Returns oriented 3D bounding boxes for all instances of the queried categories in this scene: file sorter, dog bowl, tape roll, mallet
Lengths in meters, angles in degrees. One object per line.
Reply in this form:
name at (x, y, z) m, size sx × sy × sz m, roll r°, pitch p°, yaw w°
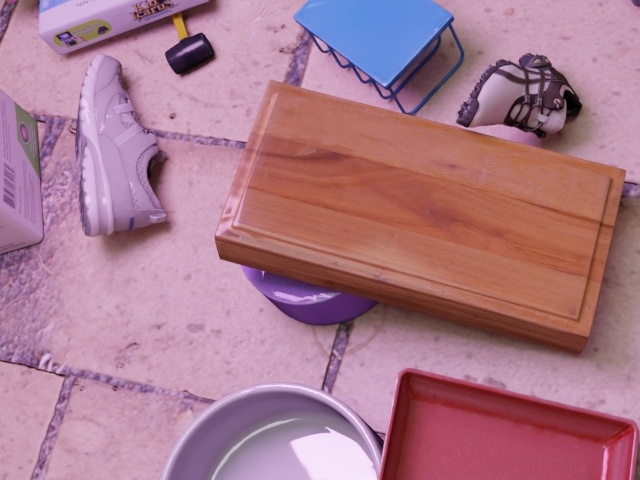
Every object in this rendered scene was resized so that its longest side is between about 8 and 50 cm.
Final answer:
file sorter at (0.076, -0.252, 1.504) m, size 0.118 × 0.104 × 0.170 m, roll -47°, pitch 61°, yaw -4°
dog bowl at (-0.041, 0.293, 1.315) m, size 0.265 × 0.104 × 0.265 m, roll -7°, pitch 66°, yaw 17°
tape roll at (0.000, 0.000, 1.439) m, size 0.189 × 0.080 × 0.189 m, roll -8°, pitch 65°, yaw 17°
mallet at (-0.190, -0.315, 1.673) m, size 0.062 × 0.039 × 0.189 m, roll -20°, pitch 59°, yaw 13°

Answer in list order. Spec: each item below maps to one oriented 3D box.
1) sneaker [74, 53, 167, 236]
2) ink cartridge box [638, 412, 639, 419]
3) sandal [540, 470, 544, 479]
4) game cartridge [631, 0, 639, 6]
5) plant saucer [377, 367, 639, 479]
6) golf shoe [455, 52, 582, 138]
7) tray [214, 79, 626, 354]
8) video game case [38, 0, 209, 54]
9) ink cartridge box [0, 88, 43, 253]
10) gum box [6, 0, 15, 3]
sneaker at (-0.262, -0.123, 1.600) m, size 0.115 × 0.105 × 0.281 m, roll 1°, pitch 59°, yaw -16°
ink cartridge box at (0.476, 0.095, 1.191) m, size 0.226 × 0.131 × 0.306 m, roll 21°, pitch 78°, yaw 26°
sandal at (0.168, 0.294, 1.267) m, size 0.180 × 0.049 × 0.072 m, roll -46°, pitch 61°, yaw -3°
game cartridge at (0.431, -0.434, 1.460) m, size 0.230 × 0.068 × 0.355 m, roll -24°, pitch 67°, yaw 5°
plant saucer at (0.177, 0.281, 1.220) m, size 0.258 × 0.048 × 0.259 m, roll 13°, pitch 69°, yaw -1°
golf shoe at (0.232, -0.157, 1.372) m, size 0.094 × 0.198 × 0.077 m, roll 42°, pitch 131°, yaw 19°
tray at (0.111, -0.030, 1.339) m, size 0.411 × 0.076 × 0.203 m, roll 15°, pitch 69°, yaw 8°
video game case at (-0.279, -0.419, 1.713) m, size 0.244 × 0.061 × 0.269 m, roll -15°, pitch 60°, yaw 19°
ink cartridge box at (-0.478, -0.120, 1.558) m, size 0.115 × 0.273 × 0.198 m, roll -16°, pitch 63°, yaw 14°
gum box at (-0.399, -0.409, 1.668) m, size 0.188 × 0.107 × 0.062 m, roll -22°, pitch 57°, yaw 20°
